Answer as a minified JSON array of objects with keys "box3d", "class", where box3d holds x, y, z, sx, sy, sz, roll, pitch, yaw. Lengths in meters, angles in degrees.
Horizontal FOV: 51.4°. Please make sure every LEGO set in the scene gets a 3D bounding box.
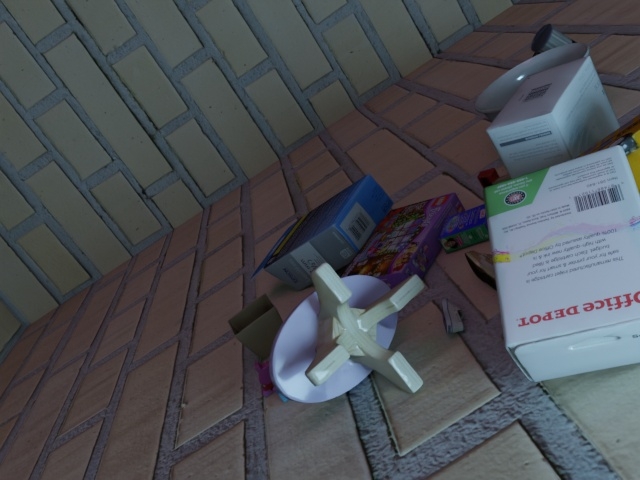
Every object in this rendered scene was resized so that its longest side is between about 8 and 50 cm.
[{"box3d":[-0.036,0.223,1.284,0.227,0.093,0.087,-33,19,4],"class":"LEGO set"}]

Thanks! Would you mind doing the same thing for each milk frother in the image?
[{"box3d":[0.672,-0.515,1.845,0.129,0.134,0.143,-67,18,1],"class":"milk frother"}]

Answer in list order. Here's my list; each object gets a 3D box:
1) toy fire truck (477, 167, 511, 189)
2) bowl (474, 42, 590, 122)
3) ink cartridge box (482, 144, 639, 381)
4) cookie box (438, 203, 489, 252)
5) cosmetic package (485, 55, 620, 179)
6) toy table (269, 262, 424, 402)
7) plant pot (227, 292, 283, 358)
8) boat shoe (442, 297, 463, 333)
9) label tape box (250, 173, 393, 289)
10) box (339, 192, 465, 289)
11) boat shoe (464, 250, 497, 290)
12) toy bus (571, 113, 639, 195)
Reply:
[{"box3d":[0.465,-0.177,1.501,0.192,0.047,0.135,-12,29,47],"class":"toy fire truck"},{"box3d":[0.549,-0.356,1.663,0.297,0.134,0.298,-31,20,12],"class":"bowl"},{"box3d":[0.348,0.031,0.905,0.201,0.117,0.278,-18,47,24],"class":"ink cartridge box"},{"box3d":[0.311,-0.027,1.399,0.107,0.040,0.092,-22,22,34],"class":"cookie box"},{"box3d":[0.456,-0.184,1.253,0.138,0.225,0.224,-9,31,47],"class":"cosmetic package"},{"box3d":[0.050,0.159,1.121,0.274,0.252,0.161,-52,7,-23],"class":"toy table"},{"box3d":[-0.132,0.200,1.497,0.109,0.096,0.109,-36,19,-6],"class":"plant pot"},{"box3d":[0.233,0.131,1.165,0.035,0.035,0.100,-3,20,5],"class":"boat shoe"},{"box3d":[0.000,0.000,1.735,0.347,0.115,0.249,-33,15,41],"class":"label tape box"},{"box3d":[0.179,0.014,1.492,0.200,0.057,0.293,-14,27,45],"class":"box"},{"box3d":[0.309,0.050,1.210,0.045,0.050,0.135,-32,28,-3],"class":"boat shoe"},{"box3d":[0.455,-0.093,1.065,0.332,0.108,0.130,-40,3,40],"class":"toy bus"}]
